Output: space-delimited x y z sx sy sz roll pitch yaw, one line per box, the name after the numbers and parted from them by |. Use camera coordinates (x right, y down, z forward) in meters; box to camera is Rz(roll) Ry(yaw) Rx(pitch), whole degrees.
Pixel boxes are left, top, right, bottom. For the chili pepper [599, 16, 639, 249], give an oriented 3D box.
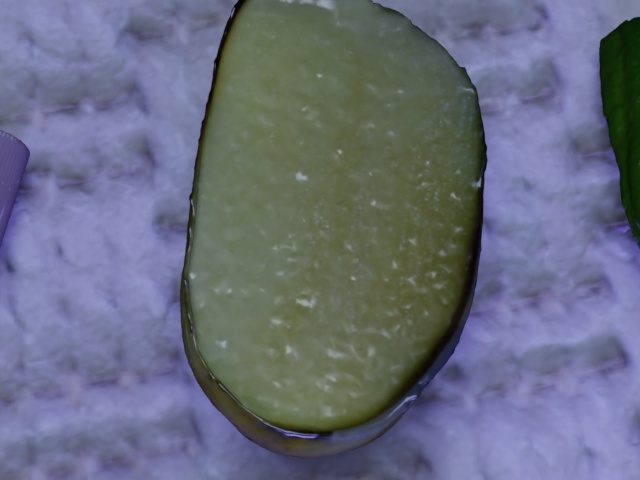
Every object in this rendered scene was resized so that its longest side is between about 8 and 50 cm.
0.223 -0.018 1.080 0.099 0.083 0.253 -15 67 -4 | chili pepper

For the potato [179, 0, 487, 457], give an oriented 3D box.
0.000 0.000 1.065 0.160 0.111 0.272 9 64 -9 | potato

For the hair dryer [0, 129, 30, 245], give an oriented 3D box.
-0.293 -0.002 1.069 0.220 0.053 0.195 22 70 -17 | hair dryer
